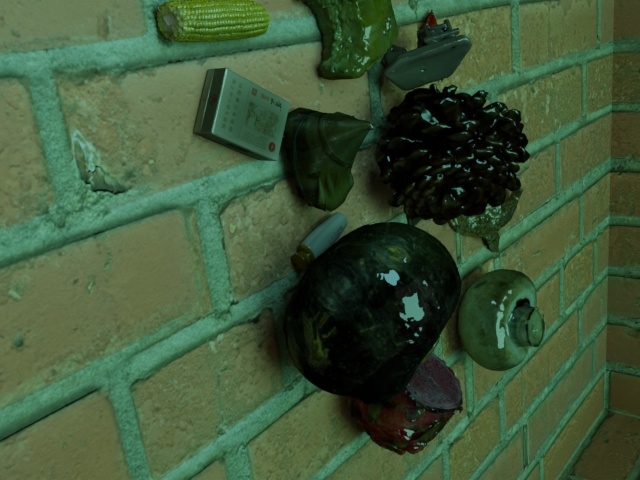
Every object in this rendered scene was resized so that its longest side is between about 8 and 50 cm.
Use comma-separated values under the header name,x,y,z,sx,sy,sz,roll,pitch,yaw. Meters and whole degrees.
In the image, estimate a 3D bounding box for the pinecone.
name,x,y,z,sx,sy,sz,roll,pitch,yaw
pinecone,0.344,-0.241,1.805,0.398,0.398,0.397,-13,106,-49

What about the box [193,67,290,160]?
name,x,y,z,sx,sy,sz,roll,pitch,yaw
box,-0.158,-0.256,1.422,0.201,0.058,0.140,15,85,-50

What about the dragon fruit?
name,x,y,z,sx,sy,sz,roll,pitch,yaw
dragon fruit,0.197,0.441,1.862,0.314,0.296,0.262,-3,133,-54

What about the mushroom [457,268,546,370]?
name,x,y,z,sx,sy,sz,roll,pitch,yaw
mushroom,0.611,0.263,2.311,0.352,0.261,0.351,-5,96,-46

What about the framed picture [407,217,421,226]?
name,x,y,z,sx,sy,sz,roll,pitch,yaw
framed picture,0.279,-0.121,2.025,0.109,0.011,0.149,-41,126,-40

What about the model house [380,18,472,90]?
name,x,y,z,sx,sy,sz,roll,pitch,yaw
model house,0.269,-0.492,1.783,0.188,0.230,0.122,-95,162,-46

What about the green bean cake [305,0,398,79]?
name,x,y,z,sx,sy,sz,roll,pitch,yaw
green bean cake,0.068,-0.517,1.601,0.233,0.124,0.236,-47,130,-35

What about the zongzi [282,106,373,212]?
name,x,y,z,sx,sy,sz,roll,pitch,yaw
zongzi,0.044,-0.164,1.517,0.125,0.275,0.250,-41,127,-30

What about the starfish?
name,x,y,z,sx,sy,sz,roll,pitch,yaw
starfish,0.577,-0.123,2.346,0.432,0.083,0.323,29,78,-47

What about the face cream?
name,x,y,z,sx,sy,sz,roll,pitch,yaw
face cream,0.000,0.000,1.670,0.182,0.051,0.072,-47,138,-35

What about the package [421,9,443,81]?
name,x,y,z,sx,sy,sz,roll,pitch,yaw
package,0.340,-0.566,2.007,0.083,0.022,0.200,-57,136,-26

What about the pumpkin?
name,x,y,z,sx,sy,sz,roll,pitch,yaw
pumpkin,0.117,0.155,1.586,0.454,0.344,0.454,-51,169,-14

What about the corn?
name,x,y,z,sx,sy,sz,roll,pitch,yaw
corn,-0.197,-0.424,1.324,0.249,0.081,0.081,-22,113,-47
